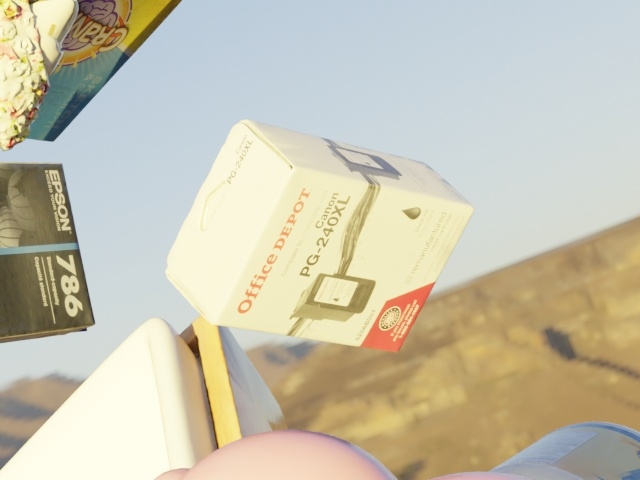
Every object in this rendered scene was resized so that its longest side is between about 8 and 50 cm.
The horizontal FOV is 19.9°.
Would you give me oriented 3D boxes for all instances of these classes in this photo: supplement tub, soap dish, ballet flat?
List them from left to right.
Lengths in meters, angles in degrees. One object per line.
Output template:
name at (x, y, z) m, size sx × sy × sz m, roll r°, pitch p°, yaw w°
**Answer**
ballet flat at (-0.206, -0.184, 1.246) m, size 0.077 × 0.241 × 0.091 m, roll -8°, pitch 6°, yaw -8°
soap dish at (-0.101, 0.201, 1.026) m, size 0.229 × 0.118 × 0.291 m, roll -45°, pitch 28°, yaw 16°
supplement tub at (0.161, 0.209, 1.220) m, size 0.144 × 0.144 × 0.199 m, roll -23°, pitch -3°, yaw 29°

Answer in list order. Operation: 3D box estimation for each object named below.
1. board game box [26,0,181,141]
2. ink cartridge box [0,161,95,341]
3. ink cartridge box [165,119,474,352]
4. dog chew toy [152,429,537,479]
board game box at (-0.222, -0.228, 1.663) m, size 0.316 × 0.064 × 0.242 m, roll -45°, pitch -16°, yaw 16°
ink cartridge box at (-0.299, 0.012, 1.661) m, size 0.065 × 0.165 × 0.332 m, roll -14°, pitch -4°, yaw 26°
ink cartridge box at (0.000, 0.000, 1.078) m, size 0.150 × 0.063 × 0.109 m, roll 10°, pitch -65°, yaw -41°
dog chew toy at (0.068, 0.180, 0.668) m, size 0.206 × 0.332 × 0.206 m, roll -48°, pitch -26°, yaw -32°
